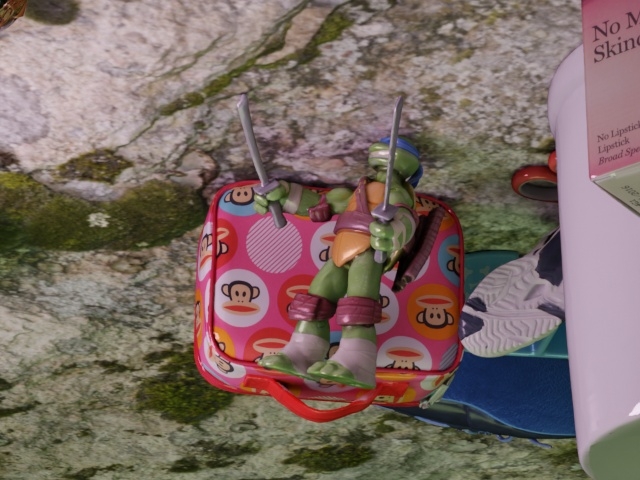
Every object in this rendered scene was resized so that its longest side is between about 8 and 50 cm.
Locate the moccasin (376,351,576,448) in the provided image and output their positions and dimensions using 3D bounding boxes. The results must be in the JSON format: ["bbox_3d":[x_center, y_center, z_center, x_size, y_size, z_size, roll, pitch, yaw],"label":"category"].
[{"bbox_3d":[0.198,0.185,2.399,0.342,0.137,0.117,15,158,2],"label":"moccasin"}]

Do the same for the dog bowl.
[{"bbox_3d":[0.275,0.083,2.216,0.297,0.074,0.166,3,154,-6],"label":"dog bowl"}]

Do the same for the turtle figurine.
[{"bbox_3d":[0.000,0.000,1.833,0.198,0.266,0.275,10,171,19],"label":"turtle figurine"}]

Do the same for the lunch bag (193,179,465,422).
[{"bbox_3d":[0.012,0.074,1.988,0.293,0.258,0.120,6,153,-10],"label":"lunch bag"}]

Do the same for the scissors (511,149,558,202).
[{"bbox_3d":[0.324,-0.031,2.035,0.109,0.021,0.297,-22,145,35],"label":"scissors"}]

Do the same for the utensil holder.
[{"bbox_3d":[0.386,0.021,1.727,0.328,0.385,0.327,0,154,0],"label":"utensil holder"}]

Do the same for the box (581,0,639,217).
[{"bbox_3d":[0.313,-0.148,1.550,0.149,0.232,0.127,-19,148,35],"label":"box"}]

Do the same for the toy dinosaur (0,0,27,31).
[{"bbox_3d":[-0.414,-0.169,1.604,0.322,0.164,0.218,-42,159,7],"label":"toy dinosaur"}]

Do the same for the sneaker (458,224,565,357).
[{"bbox_3d":[0.248,0.050,2.003,0.094,0.235,0.153,40,173,15],"label":"sneaker"}]
